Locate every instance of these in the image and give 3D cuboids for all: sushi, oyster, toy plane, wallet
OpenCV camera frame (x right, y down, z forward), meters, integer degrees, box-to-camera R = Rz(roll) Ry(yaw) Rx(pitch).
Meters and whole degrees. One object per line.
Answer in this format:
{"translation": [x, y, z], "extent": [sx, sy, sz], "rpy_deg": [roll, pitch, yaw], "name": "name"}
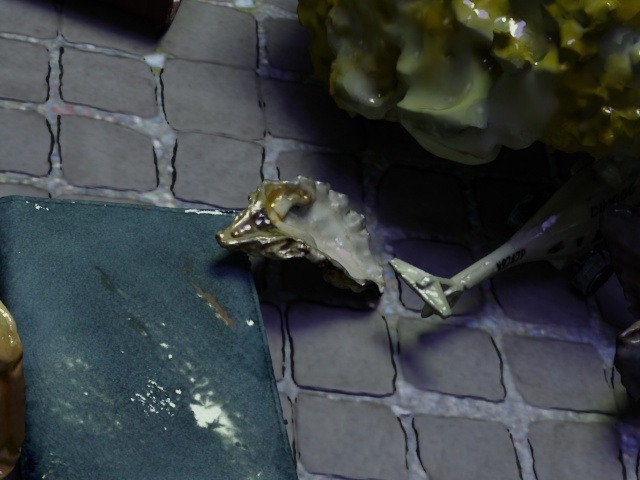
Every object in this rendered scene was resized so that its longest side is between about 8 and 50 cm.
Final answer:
{"translation": [0.175, -0.210, 1.351], "extent": [0.396, 0.240, 0.351], "rpy_deg": [14, 27, 35], "name": "sushi"}
{"translation": [0.000, 0.000, 1.260], "extent": [0.121, 0.045, 0.146], "rpy_deg": [37, 24, 0], "name": "oyster"}
{"translation": [0.169, -0.006, 1.317], "extent": [0.286, 0.108, 0.092], "rpy_deg": [-29, 63, -31], "name": "toy plane"}
{"translation": [-0.109, 0.117, 1.121], "extent": [0.191, 0.046, 0.379], "rpy_deg": [4, 44, -21], "name": "wallet"}

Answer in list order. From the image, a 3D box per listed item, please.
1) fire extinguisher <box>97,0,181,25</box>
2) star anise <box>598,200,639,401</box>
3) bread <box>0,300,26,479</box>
{"translation": [-0.233, -0.266, 1.420], "extent": [0.269, 0.105, 0.105], "rpy_deg": [19, 43, -1], "name": "fire extinguisher"}
{"translation": [0.338, 0.080, 1.285], "extent": [0.332, 0.117, 0.331], "rpy_deg": [17, 38, -14], "name": "star anise"}
{"translation": [-0.288, 0.119, 0.964], "extent": [0.119, 0.152, 0.288], "rpy_deg": [33, 46, 25], "name": "bread"}
